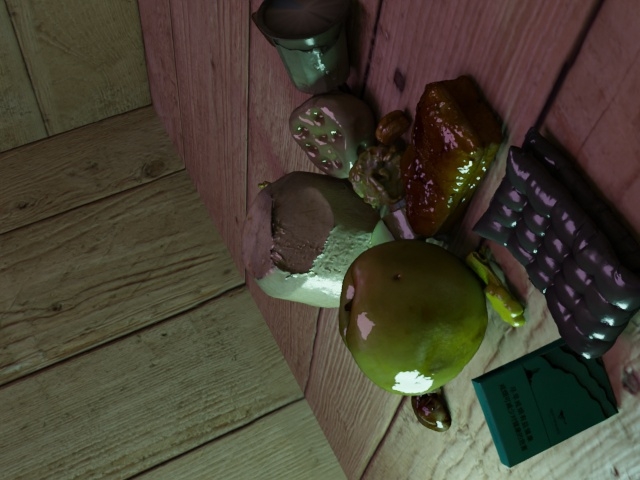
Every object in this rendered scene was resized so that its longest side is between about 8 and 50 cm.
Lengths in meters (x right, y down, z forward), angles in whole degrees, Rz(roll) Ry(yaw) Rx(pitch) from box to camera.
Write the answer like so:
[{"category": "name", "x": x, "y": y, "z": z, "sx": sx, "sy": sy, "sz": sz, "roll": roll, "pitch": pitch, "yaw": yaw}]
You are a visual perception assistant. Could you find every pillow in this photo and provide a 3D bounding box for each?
[{"category": "pillow", "x": 0.387, "y": 0.009, "z": 1.298, "sx": 0.326, "sy": 0.101, "sz": 0.228, "roll": 56, "pitch": 158, "yaw": 28}]

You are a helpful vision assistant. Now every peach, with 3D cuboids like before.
[{"category": "peach", "x": 0.188, "y": 0.150, "z": 1.693, "sx": 0.281, "sy": 0.316, "sz": 0.314, "roll": -136, "pitch": 44, "yaw": -59}]

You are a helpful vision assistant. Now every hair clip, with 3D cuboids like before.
[{"category": "hair clip", "x": 0.349, "y": 0.094, "z": 1.596, "sx": 0.173, "sy": 0.046, "sz": 0.072, "roll": 61, "pitch": 165, "yaw": 14}]

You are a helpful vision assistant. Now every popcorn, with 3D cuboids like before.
[{"category": "popcorn", "x": 0.138, "y": -0.144, "z": 1.799, "sx": 0.136, "sy": 0.142, "sz": 0.162, "roll": 28, "pitch": -138, "yaw": -48}]

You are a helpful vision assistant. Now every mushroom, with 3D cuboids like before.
[{"category": "mushroom", "x": 0.288, "y": 0.438, "z": 2.135, "sx": 0.135, "sy": 0.080, "sz": 0.170, "roll": 36, "pitch": 149, "yaw": 42}]

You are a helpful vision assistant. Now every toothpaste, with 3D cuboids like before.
[{"category": "toothpaste", "x": 0.222, "y": -0.054, "z": 1.810, "sx": 0.255, "sy": 0.037, "sz": 0.067, "roll": 45, "pitch": 154, "yaw": 56}]

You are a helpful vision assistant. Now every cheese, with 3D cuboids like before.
[{"category": "cheese", "x": 0.031, "y": -0.259, "z": 1.910, "sx": 0.218, "sy": 0.117, "sz": 0.235, "roll": 37, "pitch": 146, "yaw": 17}]

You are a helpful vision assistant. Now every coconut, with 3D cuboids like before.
[{"category": "coconut", "x": 0.000, "y": 0.000, "z": 2.071, "sx": 0.346, "sy": 0.361, "sz": 0.346, "roll": -20, "pitch": 67, "yaw": 58}]

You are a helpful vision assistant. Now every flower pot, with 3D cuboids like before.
[{"category": "flower pot", "x": -0.017, "y": -0.442, "z": 1.815, "sx": 0.212, "sy": 0.212, "sz": 0.202, "roll": 52, "pitch": 166, "yaw": 41}]

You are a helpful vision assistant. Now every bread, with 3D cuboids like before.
[{"category": "bread", "x": 0.152, "y": -0.242, "z": 1.728, "sx": 0.046, "sy": 0.081, "sz": 0.083, "roll": 50, "pitch": -163, "yaw": 10}, {"category": "bread", "x": 0.225, "y": -0.150, "z": 1.565, "sx": 0.185, "sy": 0.109, "sz": 0.380, "roll": 59, "pitch": 160, "yaw": 21}]

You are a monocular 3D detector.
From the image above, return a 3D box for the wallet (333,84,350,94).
[{"category": "wallet", "x": 0.052, "y": -0.316, "z": 1.999, "sx": 0.118, "sy": 0.039, "sz": 0.152, "roll": 59, "pitch": 158, "yaw": 29}]

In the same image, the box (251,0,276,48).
[{"category": "box", "x": -0.101, "y": -0.548, "z": 2.072, "sx": 0.177, "sy": 0.111, "sz": 0.111, "roll": 58, "pitch": 160, "yaw": 31}]

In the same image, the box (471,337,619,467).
[{"category": "box", "x": 0.387, "y": 0.268, "z": 1.387, "sx": 0.160, "sy": 0.227, "sz": 0.042, "roll": 69, "pitch": 166, "yaw": -7}]

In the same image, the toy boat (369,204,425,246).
[{"category": "toy boat", "x": 0.176, "y": 0.004, "z": 1.866, "sx": 0.111, "sy": 0.084, "sz": 0.276, "roll": 60, "pitch": 170, "yaw": 12}]

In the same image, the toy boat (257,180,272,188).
[{"category": "toy boat", "x": -0.095, "y": -0.060, "z": 2.648, "sx": 0.317, "sy": 0.099, "sz": 0.141, "roll": 64, "pitch": 166, "yaw": 3}]
